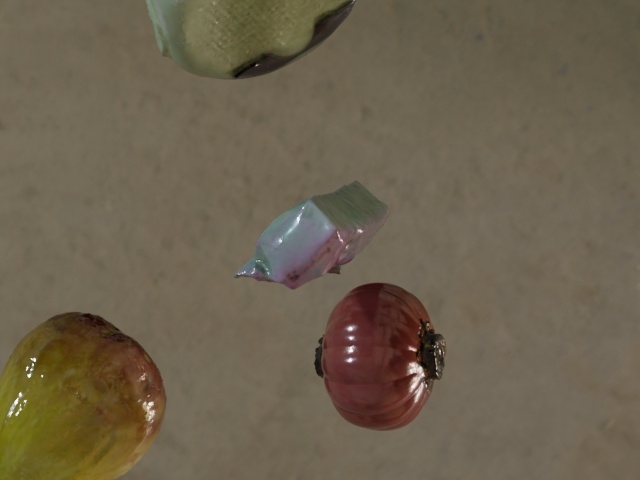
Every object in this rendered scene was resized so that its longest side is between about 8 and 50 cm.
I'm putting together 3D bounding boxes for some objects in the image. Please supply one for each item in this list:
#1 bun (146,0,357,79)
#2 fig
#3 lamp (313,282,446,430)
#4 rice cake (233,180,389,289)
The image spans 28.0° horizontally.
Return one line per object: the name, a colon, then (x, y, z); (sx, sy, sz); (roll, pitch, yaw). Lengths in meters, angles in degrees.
bun: (-0.095, -0.348, 1.587); (0.293, 0.293, 0.187); (-19, 55, -22)
fig: (-0.260, 0.190, 1.176); (0.159, 0.159, 0.257); (38, 70, 2)
lamp: (0.043, 0.084, 0.925); (0.092, 0.107, 0.108); (-4, 63, 22)
rice cake: (0.002, -0.001, 0.869); (0.081, 0.290, 0.051); (-35, 89, 8)
